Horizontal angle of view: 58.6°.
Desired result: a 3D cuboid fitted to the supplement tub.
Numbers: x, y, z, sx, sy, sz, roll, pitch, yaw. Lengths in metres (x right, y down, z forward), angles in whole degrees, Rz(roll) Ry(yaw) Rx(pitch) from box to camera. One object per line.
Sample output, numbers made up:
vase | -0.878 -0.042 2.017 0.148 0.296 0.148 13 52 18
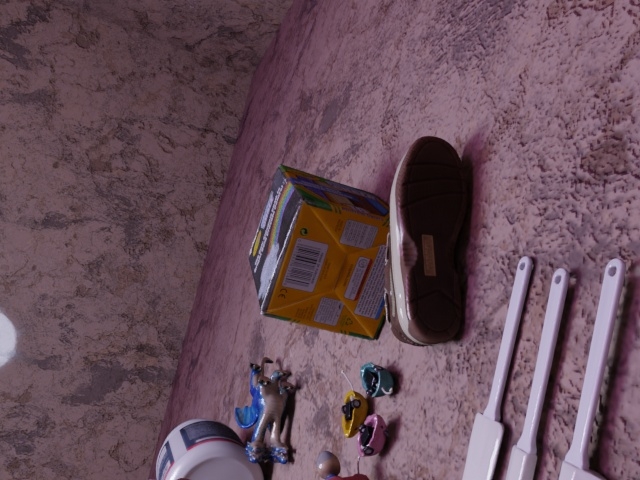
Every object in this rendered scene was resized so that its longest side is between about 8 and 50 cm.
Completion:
supplement tub | -0.232 0.475 1.157 0.272 0.191 0.191 169 116 -71

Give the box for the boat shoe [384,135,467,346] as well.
boat shoe | 0.114 0.000 0.691 0.095 0.095 0.257 131 150 -65

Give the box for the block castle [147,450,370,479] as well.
block castle | -0.139 0.449 0.704 0.453 0.303 0.212 -62 31 34

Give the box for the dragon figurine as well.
dragon figurine | -0.114 0.322 1.108 0.289 0.085 0.144 -154 81 -71

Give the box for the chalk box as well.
chalk box | 0.000 0.000 0.902 0.289 0.179 0.180 -119 47 -68

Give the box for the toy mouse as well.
toy mouse | 0.070 0.216 0.731 0.143 0.031 0.161 125 154 -47

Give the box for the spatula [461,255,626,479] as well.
spatula | 0.187 0.131 0.478 0.168 0.019 0.241 171 115 -77
